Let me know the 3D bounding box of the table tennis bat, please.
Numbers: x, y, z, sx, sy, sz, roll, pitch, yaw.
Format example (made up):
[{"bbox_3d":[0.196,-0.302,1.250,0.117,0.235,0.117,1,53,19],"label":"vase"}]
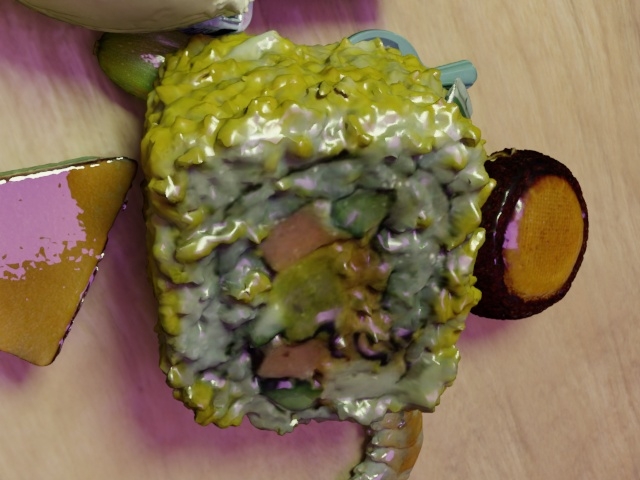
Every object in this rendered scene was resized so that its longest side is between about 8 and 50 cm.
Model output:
[{"bbox_3d":[0.110,-0.207,0.942,0.237,0.038,0.149,-13,103,-26],"label":"table tennis bat"}]

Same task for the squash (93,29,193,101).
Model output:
[{"bbox_3d":[-0.146,-0.176,0.757,0.188,0.095,0.095,14,90,-30],"label":"squash"}]

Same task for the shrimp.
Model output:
[{"bbox_3d":[0.052,0.291,0.971,0.185,0.068,0.287,31,91,-27],"label":"shrimp"}]

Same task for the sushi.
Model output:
[{"bbox_3d":[0.000,0.000,0.724,0.351,0.240,0.397,-5,121,-14],"label":"sushi"}]

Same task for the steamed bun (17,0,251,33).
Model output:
[{"bbox_3d":[-0.193,-0.327,0.563,0.311,0.233,0.334,-10,113,7],"label":"steamed bun"}]

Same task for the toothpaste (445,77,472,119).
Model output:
[{"bbox_3d":[0.114,-0.031,0.951,0.392,0.061,0.099,-64,152,-8],"label":"toothpaste"}]

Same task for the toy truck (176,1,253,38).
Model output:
[{"bbox_3d":[-0.106,-0.308,0.774,0.115,0.080,0.178,5,93,-41],"label":"toy truck"}]

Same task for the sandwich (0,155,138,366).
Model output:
[{"bbox_3d":[-0.305,-0.014,0.675,0.186,0.108,0.220,26,85,-32],"label":"sandwich"}]

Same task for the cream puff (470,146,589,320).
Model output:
[{"bbox_3d":[0.251,-0.009,0.974,0.239,0.164,0.239,-8,104,-35],"label":"cream puff"}]
